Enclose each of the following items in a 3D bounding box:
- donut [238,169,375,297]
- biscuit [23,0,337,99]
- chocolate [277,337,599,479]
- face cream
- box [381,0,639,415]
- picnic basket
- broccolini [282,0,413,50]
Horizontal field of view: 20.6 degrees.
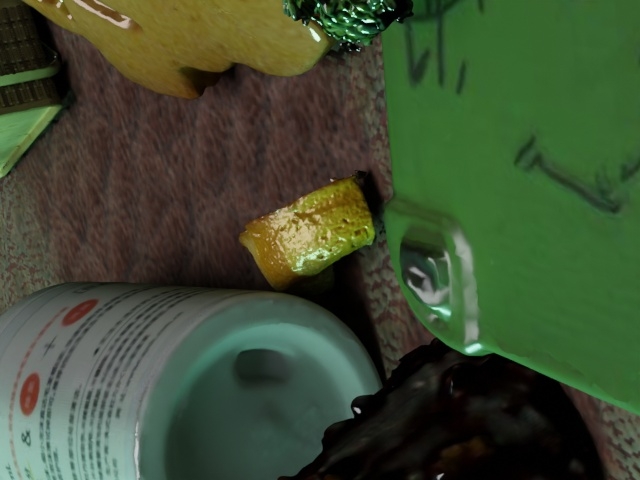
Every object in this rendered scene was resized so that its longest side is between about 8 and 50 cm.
[{"bbox_3d":[0.000,0.000,0.849,0.083,0.067,0.038,-27,73,26],"label":"donut"},{"bbox_3d":[-0.125,-0.189,0.818,0.284,0.043,0.306,20,146,40],"label":"biscuit"},{"bbox_3d":[0.032,0.121,0.760,0.156,0.133,0.156,27,124,49],"label":"chocolate"},{"bbox_3d":[-0.121,0.093,0.976,0.369,0.145,0.145,2,106,58],"label":"face cream"},{"bbox_3d":[0.152,-0.060,0.442,0.328,0.177,0.253,18,117,53],"label":"box"},{"bbox_3d":[-0.240,-0.086,1.099,0.164,0.115,0.080,-33,74,57],"label":"picnic basket"},{"bbox_3d":[0.017,-0.122,0.421,0.054,0.052,0.194,54,144,25],"label":"broccolini"}]
